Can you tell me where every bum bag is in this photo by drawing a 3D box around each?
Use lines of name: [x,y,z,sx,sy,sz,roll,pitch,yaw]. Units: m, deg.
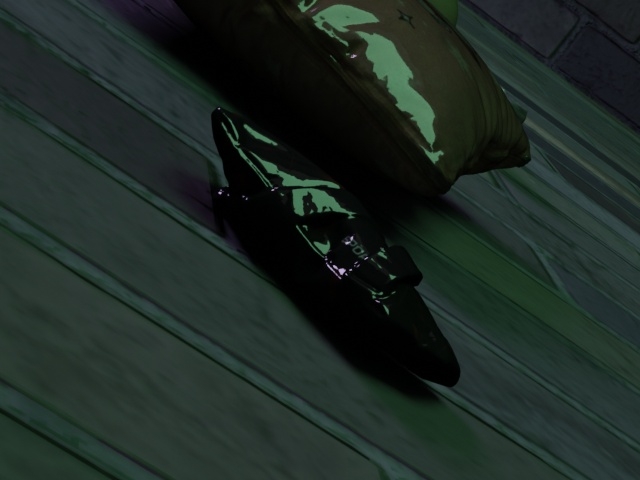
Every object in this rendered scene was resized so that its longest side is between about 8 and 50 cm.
bum bag: [0.001,-0.001,0.561,0.124,0.034,0.058,44,0,26]

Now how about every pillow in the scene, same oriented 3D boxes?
pillow: [0.000,-0.107,0.835,0.236,0.084,0.223,43,12,11]

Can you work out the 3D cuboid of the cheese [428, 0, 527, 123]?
cheese: [0.050,-0.171,1.247,0.286,0.082,0.163,47,16,29]
